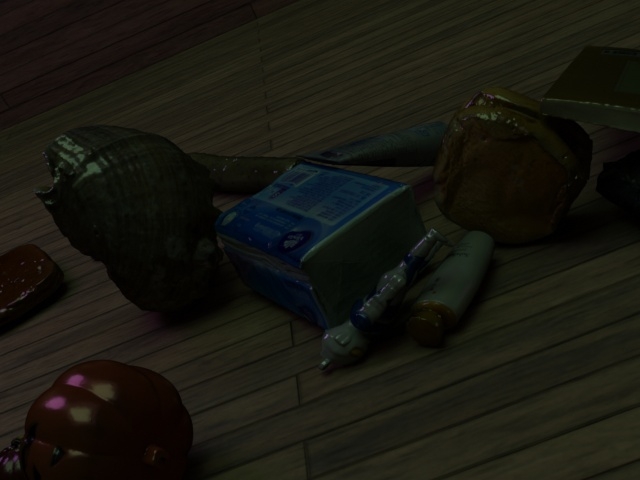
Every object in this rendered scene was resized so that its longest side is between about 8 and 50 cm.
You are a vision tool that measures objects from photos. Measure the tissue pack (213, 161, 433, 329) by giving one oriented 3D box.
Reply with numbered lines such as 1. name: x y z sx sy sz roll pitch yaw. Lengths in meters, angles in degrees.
1. tissue pack: 0.000 0.000 1.135 0.198 0.146 0.263 -35 29 -22

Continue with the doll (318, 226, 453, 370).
1. doll: 0.078 0.079 0.990 0.227 0.057 0.114 -46 -7 6

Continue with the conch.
1. conch: -0.259 -0.054 1.234 0.210 0.352 0.297 -15 60 12

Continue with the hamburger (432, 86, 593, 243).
1. hamburger: 0.244 -0.092 1.040 0.213 0.214 0.108 3 42 42

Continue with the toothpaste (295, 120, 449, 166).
1. toothpaste: 0.116 -0.144 1.259 0.299 0.073 0.114 -10 16 -27

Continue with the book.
1. book: 0.457 -0.200 1.051 0.269 0.032 0.389 15 28 21

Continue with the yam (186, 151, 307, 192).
1. yam: -0.166 -0.135 1.588 0.371 0.083 0.083 10 43 45

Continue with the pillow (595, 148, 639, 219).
1. pillow: 0.443 -0.042 0.904 0.161 0.093 0.335 -23 27 2

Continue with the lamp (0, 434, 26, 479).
1. lamp: -0.363 0.289 0.988 0.101 0.090 0.101 -10 -4 -1

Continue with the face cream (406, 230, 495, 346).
1. face cream: 0.167 0.057 1.001 0.072 0.051 0.182 -12 29 45

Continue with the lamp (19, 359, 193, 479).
1. lamp: -0.229 0.228 0.883 0.164 0.188 0.187 4 39 37

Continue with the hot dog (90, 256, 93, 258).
1. hot dog: -0.379 0.006 1.547 0.215 0.047 0.066 -4 36 35

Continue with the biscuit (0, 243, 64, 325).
1. biscuit: -0.640 0.116 1.565 0.262 0.052 0.277 -41 32 -20
